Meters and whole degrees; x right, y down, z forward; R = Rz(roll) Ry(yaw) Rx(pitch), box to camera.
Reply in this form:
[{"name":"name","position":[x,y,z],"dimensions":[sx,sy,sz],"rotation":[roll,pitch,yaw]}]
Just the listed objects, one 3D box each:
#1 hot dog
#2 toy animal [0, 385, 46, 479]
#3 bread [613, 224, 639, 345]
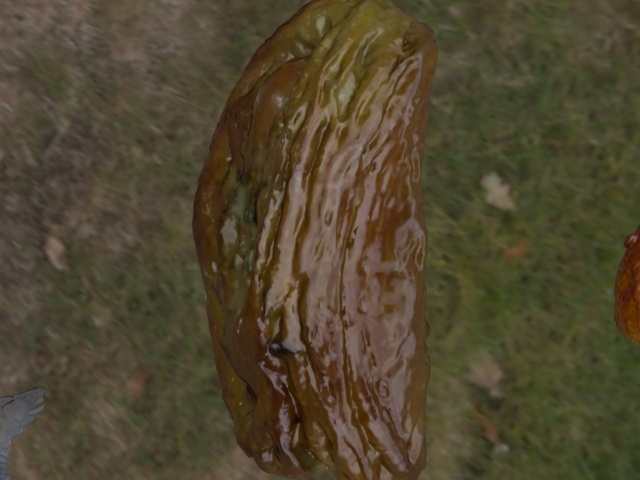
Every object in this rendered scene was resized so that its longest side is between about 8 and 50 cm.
[{"name":"hot dog","position":[0.000,0.000,0.966],"dimensions":[0.122,0.196,0.272],"rotation":[-3,101,-17]},{"name":"toy animal","position":[-0.365,0.256,1.809],"dimensions":[0.197,0.160,0.272],"rotation":[43,67,-49]},{"name":"bread","position":[0.251,-0.029,0.868],"dimensions":[0.269,0.139,0.095],"rotation":[-40,74,-13]}]
